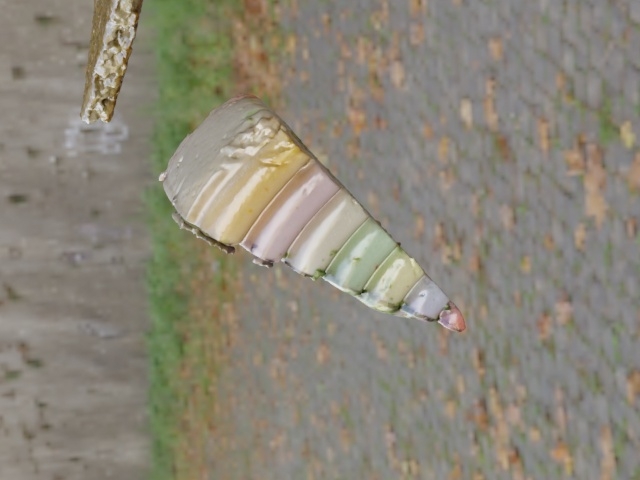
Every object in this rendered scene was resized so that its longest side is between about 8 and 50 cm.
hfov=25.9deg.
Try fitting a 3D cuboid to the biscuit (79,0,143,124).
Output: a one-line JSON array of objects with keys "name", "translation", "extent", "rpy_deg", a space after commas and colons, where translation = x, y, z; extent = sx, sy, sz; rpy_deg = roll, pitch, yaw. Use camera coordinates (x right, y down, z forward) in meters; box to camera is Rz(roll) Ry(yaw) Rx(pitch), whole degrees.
[{"name": "biscuit", "translation": [-0.122, -0.194, 0.870], "extent": [0.131, 0.025, 0.231], "rpy_deg": [118, 156, -53]}]

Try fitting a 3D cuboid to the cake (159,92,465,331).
[{"name": "cake", "translation": [0.010, -0.019, 0.945], "extent": [0.090, 0.225, 0.109], "rpy_deg": [-61, 28, 9]}]
